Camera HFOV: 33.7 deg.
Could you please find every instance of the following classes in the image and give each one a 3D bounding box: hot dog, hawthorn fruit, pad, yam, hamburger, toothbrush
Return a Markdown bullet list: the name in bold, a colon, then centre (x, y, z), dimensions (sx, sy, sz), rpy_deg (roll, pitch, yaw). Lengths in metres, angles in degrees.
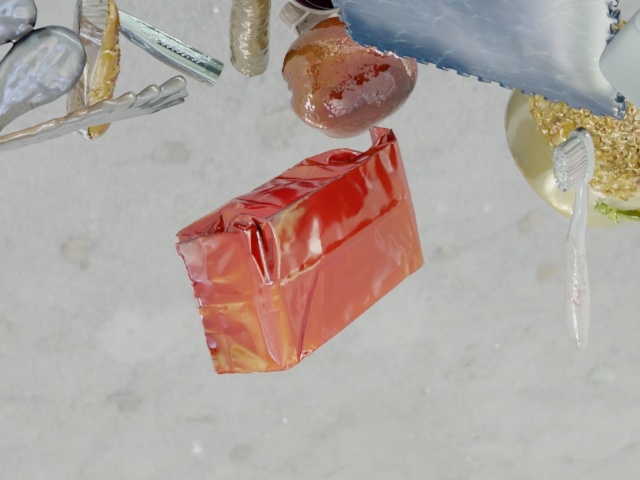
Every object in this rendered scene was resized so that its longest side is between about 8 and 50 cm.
- **hot dog**: centre (-0.331, -0.255, 1.539), dimensions (0.069, 0.131, 0.253), rpy_deg (1, 132, -18)
- **hawthorn fruit**: centre (0.069, -0.302, 1.858), dimensions (0.261, 0.224, 0.224), rpy_deg (-18, 137, 19)
- **pad**: centre (0.096, -0.198, 0.779), dimensions (0.012, 0.269, 0.269), rpy_deg (-58, 149, -17)
- **yam**: centre (-0.119, -0.376, 1.762), dimensions (0.081, 0.081, 0.357), rpy_deg (-11, 166, -6)
- **hamburger**: centre (0.378, -0.152, 1.333), dimensions (0.294, 0.276, 0.179), rpy_deg (39, 145, -5)
- **toothbrush**: centre (0.216, 0.015, 0.901), dimensions (0.029, 0.025, 0.307), rpy_deg (-36, 143, -14)

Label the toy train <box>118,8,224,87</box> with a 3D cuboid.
- **toy train**: centre (-0.301, -0.359, 1.940), dimensions (0.252, 0.055, 0.048), rpy_deg (25, 79, -20)

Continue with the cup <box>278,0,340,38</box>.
- **cup**: centre (0.046, -0.507, 2.018), dimensions (0.208, 0.273, 0.288), rpy_deg (17, 104, 16)

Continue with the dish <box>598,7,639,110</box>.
- **dish**: centre (0.286, -0.106, 0.637), dimensions (0.154, 0.234, 0.064), rpy_deg (-45, 148, 11)

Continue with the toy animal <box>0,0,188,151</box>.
- **toy animal**: centre (-0.230, -0.033, 0.549), dimensions (0.302, 0.284, 0.225), rpy_deg (-44, 114, 8)

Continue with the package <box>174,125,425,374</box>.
- **package**: centre (-0.001, 0.000, 1.345), dimensions (0.423, 0.123, 0.196), rpy_deg (-32, 116, -46)
